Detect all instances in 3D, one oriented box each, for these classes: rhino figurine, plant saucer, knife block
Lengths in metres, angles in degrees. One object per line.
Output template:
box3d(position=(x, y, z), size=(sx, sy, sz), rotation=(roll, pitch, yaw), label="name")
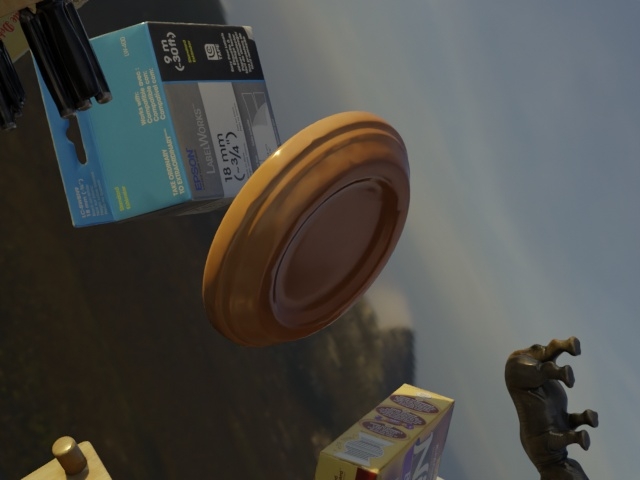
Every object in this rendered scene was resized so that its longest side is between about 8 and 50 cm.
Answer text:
box3d(position=(0.308, 0.247, 1.665), size=(0.073, 0.106, 0.243), rotation=(-29, 108, -53), label="rhino figurine")
box3d(position=(0.000, 0.000, 0.929), size=(0.037, 0.200, 0.200), rotation=(38, -13, 30), label="plant saucer")
box3d(position=(-0.255, -0.239, 1.053), size=(0.242, 0.276, 0.088), rotation=(22, 9, -14), label="knife block")

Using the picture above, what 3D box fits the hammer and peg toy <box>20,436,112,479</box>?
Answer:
box3d(position=(-0.445, 0.456, 1.812), size=(0.266, 0.361, 0.127), rotation=(46, -18, 47), label="hammer and peg toy")

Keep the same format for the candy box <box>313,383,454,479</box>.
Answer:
box3d(position=(0.047, 0.194, 1.007), size=(0.186, 0.053, 0.109), rotation=(-26, 130, -65), label="candy box")

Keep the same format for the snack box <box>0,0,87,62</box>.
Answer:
box3d(position=(-0.317, -0.289, 1.242), size=(0.187, 0.060, 0.322), rotation=(37, -26, -22), label="snack box")

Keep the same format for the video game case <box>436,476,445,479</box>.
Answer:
box3d(position=(0.139, 0.326, 1.650), size=(0.143, 0.019, 0.157), rotation=(28, 4, -8), label="video game case")

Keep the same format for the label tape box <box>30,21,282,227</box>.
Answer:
box3d(position=(-0.197, -0.156, 1.660), size=(0.333, 0.106, 0.241), rotation=(-11, 86, -55), label="label tape box")
